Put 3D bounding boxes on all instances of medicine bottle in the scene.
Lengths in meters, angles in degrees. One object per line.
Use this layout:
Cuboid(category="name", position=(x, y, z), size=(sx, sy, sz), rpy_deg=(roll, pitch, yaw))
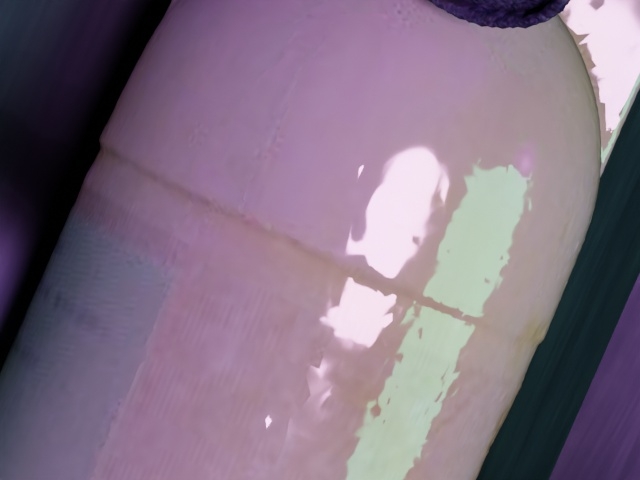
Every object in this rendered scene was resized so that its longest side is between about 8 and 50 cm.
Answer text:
Cuboid(category="medicine bottle", position=(0.000, 0.000, 0.915), size=(0.406, 0.236, 0.236), rpy_deg=(-66, 162, 2))

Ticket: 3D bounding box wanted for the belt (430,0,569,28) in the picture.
Cuboid(category="belt", position=(0.032, -0.192, 0.786), size=(0.126, 0.230, 0.139), rpy_deg=(-50, -176, -37))
